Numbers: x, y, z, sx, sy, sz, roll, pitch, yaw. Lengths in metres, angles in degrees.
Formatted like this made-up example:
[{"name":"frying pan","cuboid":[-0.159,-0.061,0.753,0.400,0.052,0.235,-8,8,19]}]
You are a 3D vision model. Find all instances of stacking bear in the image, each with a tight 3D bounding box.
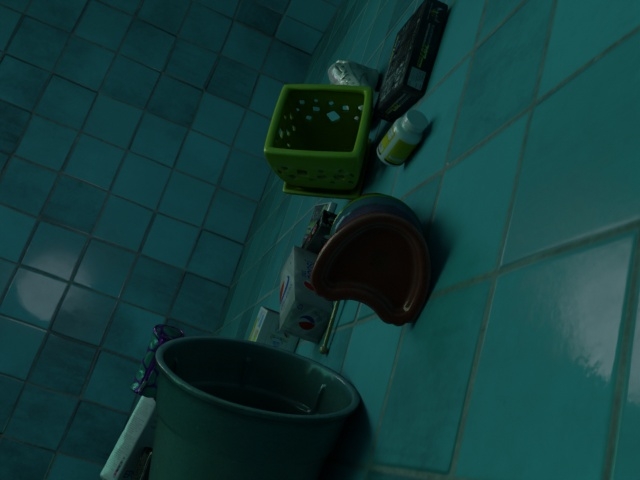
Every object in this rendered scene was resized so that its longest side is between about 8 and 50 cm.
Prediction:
[{"name":"stacking bear","cuboid":[0.090,-0.004,1.131,0.289,0.175,0.164,-83,15,-74]}]

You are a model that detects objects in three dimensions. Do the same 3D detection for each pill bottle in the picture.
[{"name":"pill bottle","cuboid":[0.164,-0.204,1.344,0.116,0.065,0.065,127,161,-51]}]

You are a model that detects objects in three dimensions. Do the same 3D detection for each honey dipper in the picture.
[{"name":"honey dipper","cuboid":[0.027,0.160,1.414,0.030,0.030,0.160,166,121,-76]}]

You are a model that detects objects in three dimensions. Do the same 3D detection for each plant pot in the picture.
[{"name":"plant pot","cuboid":[-0.142,0.374,1.127,0.341,0.341,0.334,-139,64,-78]},{"name":"plant pot","cuboid":[0.009,-0.226,1.636,0.207,0.228,0.227,78,-159,-56]}]

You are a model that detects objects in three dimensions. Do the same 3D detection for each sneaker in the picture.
[{"name":"sneaker","cuboid":[0.083,-0.403,1.848,0.114,0.152,0.305,-59,16,30]}]

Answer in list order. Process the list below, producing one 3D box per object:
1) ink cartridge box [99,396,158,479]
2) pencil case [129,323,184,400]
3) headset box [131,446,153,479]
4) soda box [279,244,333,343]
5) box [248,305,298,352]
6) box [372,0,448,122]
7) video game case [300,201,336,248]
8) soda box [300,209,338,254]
[{"name":"ink cartridge box","cuboid":[-0.452,0.551,1.967,0.330,0.071,0.324,-62,-24,-10]},{"name":"pencil case","cuboid":[-0.329,0.244,1.362,0.070,0.064,0.151,-52,-14,-76]},{"name":"headset box","cuboid":[-0.347,0.627,1.714,0.283,0.246,0.131,140,150,-68]},{"name":"soda box","cuboid":[-0.038,0.120,1.597,0.286,0.098,0.091,-97,31,-65]},{"name":"box","cuboid":[-0.132,0.282,1.713,0.114,0.103,0.203,180,111,-77]},{"name":"box","cuboid":[0.203,-0.407,1.543,0.183,0.059,0.232,148,141,-70]},{"name":"video game case","cuboid":[-0.014,-0.025,1.928,0.190,0.022,0.173,-177,109,-78]},{"name":"soda box","cuboid":[0.000,0.000,1.729,0.169,0.060,0.053,123,165,-46]}]
